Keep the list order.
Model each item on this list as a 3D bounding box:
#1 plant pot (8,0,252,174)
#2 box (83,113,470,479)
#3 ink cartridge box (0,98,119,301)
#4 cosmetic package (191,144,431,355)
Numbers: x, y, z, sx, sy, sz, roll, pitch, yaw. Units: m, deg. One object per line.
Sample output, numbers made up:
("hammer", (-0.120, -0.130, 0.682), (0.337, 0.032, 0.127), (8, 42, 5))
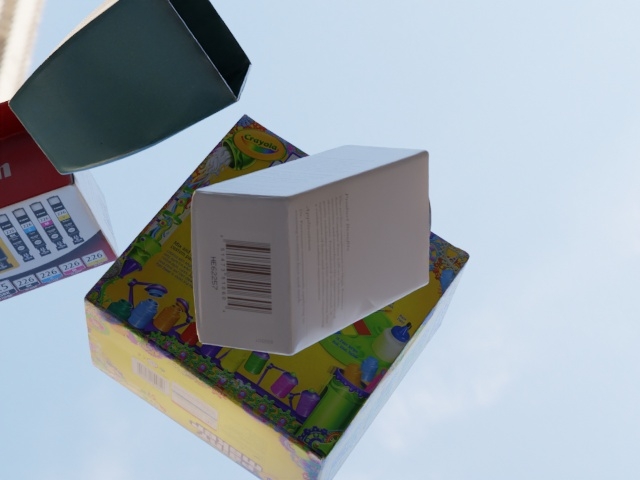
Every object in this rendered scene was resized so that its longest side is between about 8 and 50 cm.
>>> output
("plant pot", (-0.227, -0.188, 1.619), (0.234, 0.165, 0.165), (-31, -163, 14))
("box", (-0.047, 0.074, 1.487), (0.290, 0.177, 0.279), (33, -116, 12))
("ink cartridge box", (-0.475, -0.038, 1.960), (0.309, 0.272, 0.130), (-20, -124, 0))
("cosmetic package", (0.000, 0.000, 1.072), (0.085, 0.231, 0.117), (6, -77, 27))
